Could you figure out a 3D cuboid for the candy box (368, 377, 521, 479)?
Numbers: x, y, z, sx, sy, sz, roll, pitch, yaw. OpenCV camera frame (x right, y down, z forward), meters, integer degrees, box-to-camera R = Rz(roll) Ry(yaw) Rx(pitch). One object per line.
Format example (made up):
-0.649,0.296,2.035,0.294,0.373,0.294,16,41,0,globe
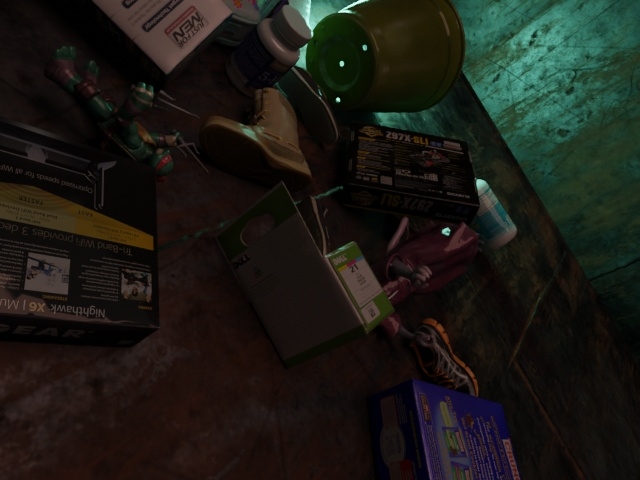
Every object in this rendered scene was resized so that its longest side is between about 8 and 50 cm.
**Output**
0.246,0.426,0.870,0.317,0.122,0.268,26,45,-35,candy box

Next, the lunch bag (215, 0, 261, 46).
-0.267,-0.542,0.998,0.279,0.107,0.224,-3,72,-49,lunch bag

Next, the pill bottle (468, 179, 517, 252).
0.525,-0.100,1.576,0.264,0.146,0.146,55,36,-3,pill bottle

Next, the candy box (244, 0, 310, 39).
-0.104,-0.518,1.125,0.070,0.164,0.196,33,42,-33,candy box

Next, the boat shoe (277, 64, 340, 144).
-0.017,-0.340,1.167,0.228,0.081,0.068,56,39,1,boat shoe

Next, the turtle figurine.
-0.274,-0.171,0.688,0.234,0.175,0.118,40,74,-5,turtle figurine

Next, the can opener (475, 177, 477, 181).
0.325,-0.210,1.364,0.283,0.076,0.095,42,8,40,can opener

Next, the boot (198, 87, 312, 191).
-0.130,-0.225,0.934,0.262,0.095,0.204,18,51,-44,boot

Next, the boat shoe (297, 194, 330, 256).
0.000,0.000,0.939,0.065,0.075,0.206,22,44,-35,boat shoe

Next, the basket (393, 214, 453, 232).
0.283,-0.092,1.314,0.167,0.113,0.103,34,46,-30,basket

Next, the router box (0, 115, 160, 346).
-0.343,-0.015,0.535,0.308,0.081,0.243,17,52,-42,router box

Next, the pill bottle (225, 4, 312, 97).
-0.109,-0.406,1.016,0.112,0.186,0.112,29,45,-33,pill bottle

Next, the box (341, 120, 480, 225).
0.222,-0.174,1.189,0.321,0.079,0.257,9,47,-3,box

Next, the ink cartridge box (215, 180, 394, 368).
-0.030,0.051,0.764,0.097,0.188,0.255,-23,82,-53,ink cartridge box

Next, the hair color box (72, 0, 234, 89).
-0.336,-0.449,0.788,0.347,0.105,0.174,45,76,-17,hair color box

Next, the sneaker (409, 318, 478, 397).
0.266,0.284,1.047,0.083,0.084,0.215,-24,78,-45,sneaker

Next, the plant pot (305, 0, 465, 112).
0.155,-0.512,1.311,0.353,0.366,0.367,-29,88,-43,plant pot

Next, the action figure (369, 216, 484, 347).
0.156,0.064,0.981,0.370,0.248,0.275,-25,45,-30,action figure
